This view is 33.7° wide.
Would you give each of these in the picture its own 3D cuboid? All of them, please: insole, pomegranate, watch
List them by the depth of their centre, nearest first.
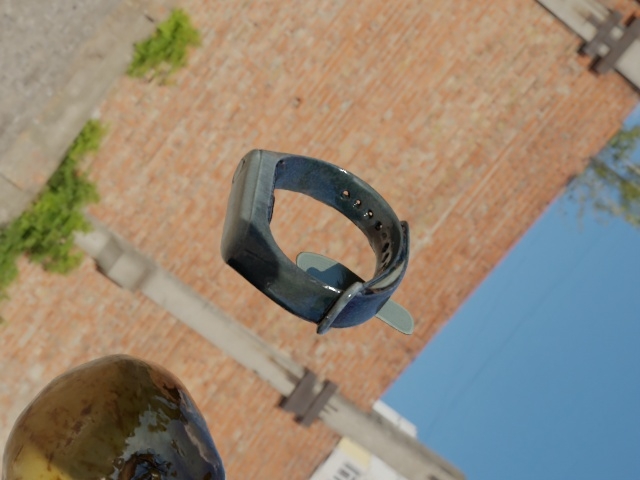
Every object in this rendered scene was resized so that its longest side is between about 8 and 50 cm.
[{"bbox_3d":[-0.193,0.216,1.024,0.215,0.215,0.215,-52,-172,10],"label":"pomegranate"},{"bbox_3d":[0.000,0.000,1.034,0.068,0.193,0.206,-54,-159,35],"label":"watch"},{"bbox_3d":[0.036,0.052,1.050,0.002,0.152,0.053,-41,-153,34],"label":"insole"}]
